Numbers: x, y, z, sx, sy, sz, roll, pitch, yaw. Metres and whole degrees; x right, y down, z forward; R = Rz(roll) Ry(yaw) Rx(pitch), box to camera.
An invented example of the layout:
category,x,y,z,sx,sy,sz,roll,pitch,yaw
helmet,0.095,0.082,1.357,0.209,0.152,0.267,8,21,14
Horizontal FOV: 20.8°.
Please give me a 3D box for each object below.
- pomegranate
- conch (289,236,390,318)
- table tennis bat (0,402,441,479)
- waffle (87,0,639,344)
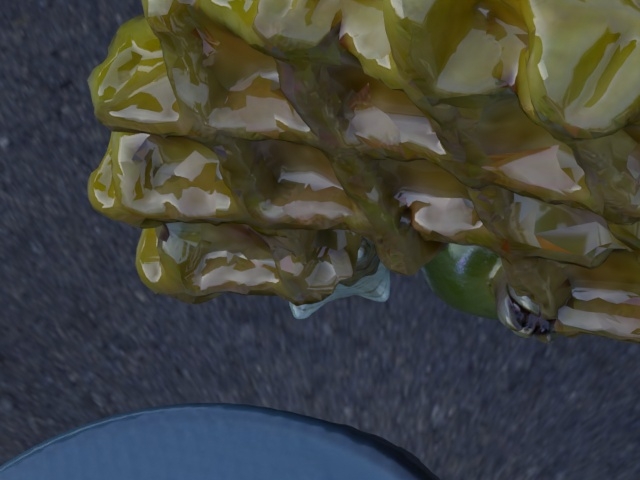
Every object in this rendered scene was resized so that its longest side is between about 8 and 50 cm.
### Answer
category,x,y,z,sx,sy,sz,roll,pitch,yaw
pomegranate,0.161,-0.006,1.536,0.179,0.210,0.179,3,106,9
conch,0.001,0.011,1.486,0.137,0.234,0.114,-20,87,-26
table tennis bat,-0.011,0.144,0.552,0.329,0.044,0.215,-20,65,9
waffle,0.090,-0.037,0.579,0.324,0.261,0.151,16,60,6
